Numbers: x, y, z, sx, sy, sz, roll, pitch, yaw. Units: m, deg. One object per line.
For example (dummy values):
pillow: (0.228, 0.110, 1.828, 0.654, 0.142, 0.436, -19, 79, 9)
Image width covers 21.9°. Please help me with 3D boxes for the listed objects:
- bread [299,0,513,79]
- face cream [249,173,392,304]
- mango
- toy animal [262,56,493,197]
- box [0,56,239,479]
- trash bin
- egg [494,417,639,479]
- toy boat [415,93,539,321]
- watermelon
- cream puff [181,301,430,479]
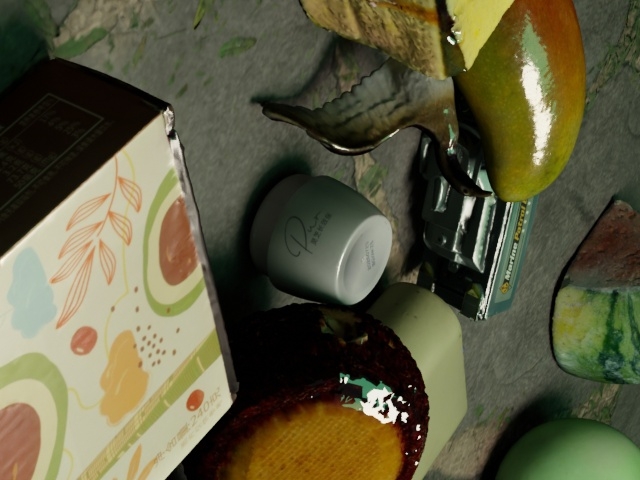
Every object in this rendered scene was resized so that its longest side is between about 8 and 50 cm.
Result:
bread: (0.101, -0.296, 1.427, 0.264, 0.168, 0.163, -56, 149, -23)
face cream: (0.000, 0.000, 1.539, 0.117, 0.104, 0.117, -37, 139, -41)
mango: (0.188, -0.185, 1.617, 0.146, 0.129, 0.289, -46, 125, -39)
toy animal: (0.090, -0.126, 1.503, 0.272, 0.197, 0.160, -15, 134, -46)
box: (-0.243, 0.117, 1.213, 0.385, 0.122, 0.344, -46, 147, -30)
trash bin: (0.052, 0.203, 1.771, 0.247, 0.121, 0.243, -48, 147, -33)
egg: (0.350, 0.352, 2.265, 0.270, 0.220, 0.220, -1, 113, -66)
toy boat: (0.168, -0.066, 1.753, 0.122, 0.114, 0.296, -4, 109, -39)
watermelon: (0.450, 0.075, 2.267, 0.213, 0.262, 0.201, 64, 29, -51)
cream puff: (-0.020, 0.156, 1.519, 0.239, 0.165, 0.239, -7, 131, -8)
